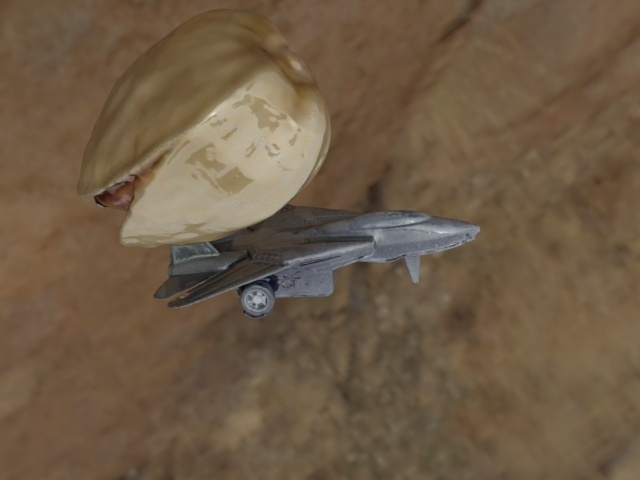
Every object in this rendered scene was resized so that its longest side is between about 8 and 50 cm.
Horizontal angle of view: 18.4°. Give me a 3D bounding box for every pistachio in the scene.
[{"bbox_3d":[-0.087,-0.070,1.419,0.157,0.157,0.229,-12,163,-43],"label":"pistachio"}]

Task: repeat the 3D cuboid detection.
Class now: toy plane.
[{"bbox_3d":[0.000,0.010,1.672,0.267,0.212,0.088,2,120,5],"label":"toy plane"}]
